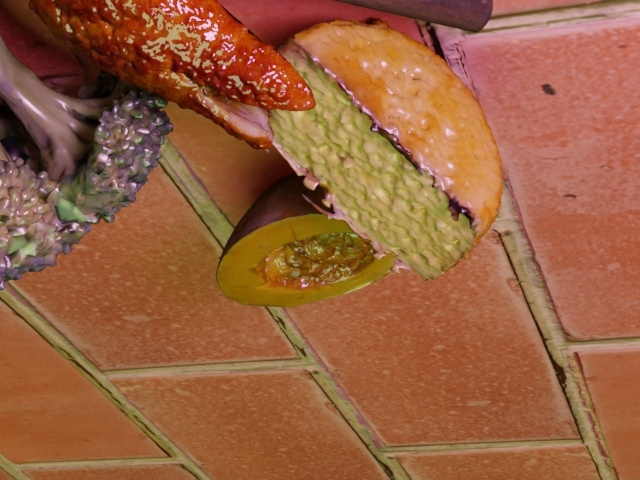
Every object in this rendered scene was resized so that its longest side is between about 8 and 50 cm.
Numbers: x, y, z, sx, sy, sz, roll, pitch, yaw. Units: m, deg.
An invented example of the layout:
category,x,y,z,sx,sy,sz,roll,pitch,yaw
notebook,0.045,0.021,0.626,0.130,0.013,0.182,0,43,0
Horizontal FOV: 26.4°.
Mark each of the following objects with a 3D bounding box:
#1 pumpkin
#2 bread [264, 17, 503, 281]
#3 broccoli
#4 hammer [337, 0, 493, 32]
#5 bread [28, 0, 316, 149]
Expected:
category,x,y,z,sx,sy,sz,roll,pitch,yaw
pumpkin,-0.009,-0.013,1.468,0.218,0.110,0.217,-7,148,-4
bread,0.061,-0.099,1.237,0.260,0.147,0.160,44,147,0
broccoli,-0.313,-0.080,1.210,0.375,0.249,0.302,-7,145,-12
hammer,-0.065,-0.223,1.080,0.440,0.168,0.044,8,179,-22
bread,-0.133,-0.167,1.148,0.269,0.095,0.139,39,155,-3
